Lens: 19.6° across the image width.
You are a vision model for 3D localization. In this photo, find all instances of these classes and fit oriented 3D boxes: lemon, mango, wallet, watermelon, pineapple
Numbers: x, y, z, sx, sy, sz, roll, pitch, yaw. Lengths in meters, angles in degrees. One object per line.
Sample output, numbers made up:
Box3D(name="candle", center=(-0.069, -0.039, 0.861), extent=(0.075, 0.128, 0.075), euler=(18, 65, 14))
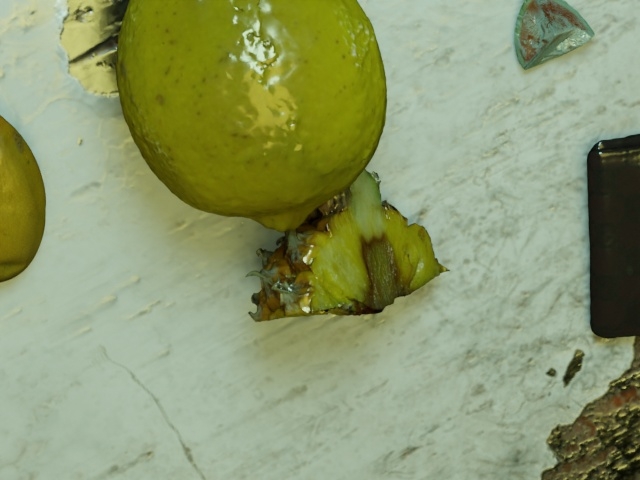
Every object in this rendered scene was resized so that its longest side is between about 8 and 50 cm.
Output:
Box3D(name="lemon", center=(-0.067, -0.159, 1.759), extent=(0.253, 0.253, 0.310), euler=(-20, 97, -5))
Box3D(name="mango", center=(-0.321, -0.045, 1.833), extent=(0.098, 0.075, 0.190), euler=(-5, 113, 6))
Box3D(name="wallet", center=(0.374, -0.007, 2.004), extent=(0.182, 0.049, 0.229), euler=(-7, 110, -9))
Box3D(name="watermelon", center=(0.242, -0.213, 1.901), extent=(0.085, 0.061, 0.085), euler=(0, 107, -1))
Box3D(name="pineapple", center=(-0.003, 0.002, 1.887), extent=(0.140, 0.250, 0.164), euler=(-15, 97, 37))
